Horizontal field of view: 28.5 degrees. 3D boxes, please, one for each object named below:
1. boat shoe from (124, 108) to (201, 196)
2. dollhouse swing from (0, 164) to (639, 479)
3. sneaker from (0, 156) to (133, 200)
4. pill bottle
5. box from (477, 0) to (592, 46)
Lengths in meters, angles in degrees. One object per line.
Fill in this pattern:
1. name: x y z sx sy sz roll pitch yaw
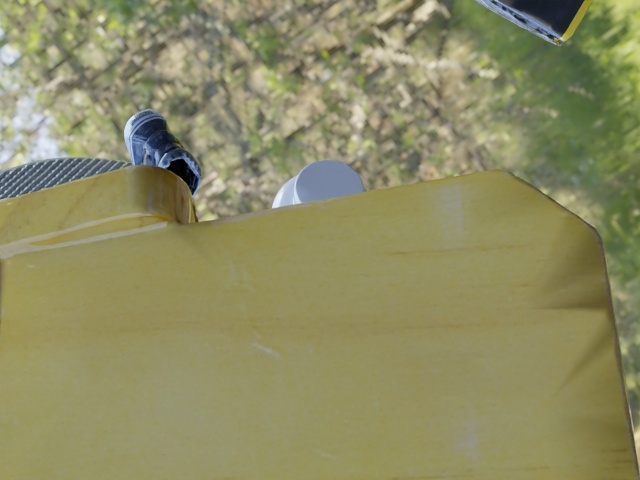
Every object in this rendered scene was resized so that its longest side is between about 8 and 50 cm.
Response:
1. boat shoe: -0.166 -0.057 1.396 0.083 0.065 0.183 51 165 32
2. dollhouse swing: -0.020 0.168 0.615 0.315 0.305 0.347 86 -179 -62
3. sneaker: -0.373 -0.005 1.595 0.135 0.366 0.150 -119 21 -57
4. pill bottle: 0.000 0.000 1.752 0.146 0.146 0.264 59 159 26
5. box: 0.132 -0.307 0.748 0.079 0.322 0.257 21 -166 -34
